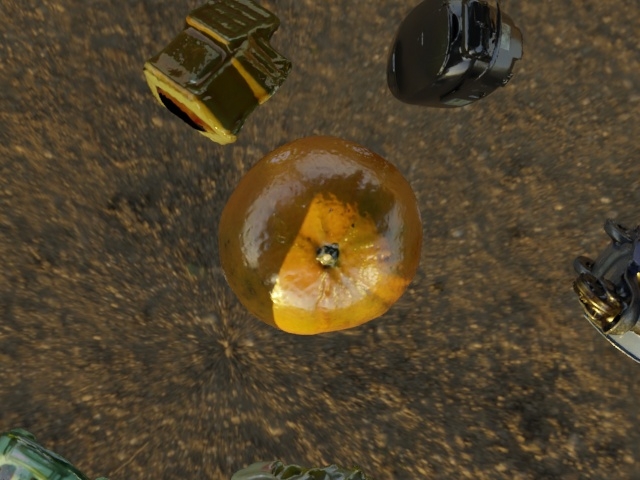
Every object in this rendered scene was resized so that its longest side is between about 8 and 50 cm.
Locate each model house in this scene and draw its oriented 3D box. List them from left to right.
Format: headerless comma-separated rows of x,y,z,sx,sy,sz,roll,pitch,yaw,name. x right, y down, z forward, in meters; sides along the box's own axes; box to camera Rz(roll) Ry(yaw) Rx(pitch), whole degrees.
-0.156,-0.297,1.589,0.268,0.173,0.239,37,80,26,model house

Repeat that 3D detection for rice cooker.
0.172,-0.246,1.219,0.118,0.203,0.142,9,79,-32,rice cooker

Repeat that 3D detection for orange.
0.000,0.000,1.068,0.240,0.171,0.240,0,108,-1,orange

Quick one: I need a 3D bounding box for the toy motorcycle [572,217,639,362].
0.465,0.083,1.327,0.212,0.358,0.125,37,114,8,toy motorcycle

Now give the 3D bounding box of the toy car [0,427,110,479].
-0.285,0.322,1.000,0.136,0.306,0.125,24,56,20,toy car

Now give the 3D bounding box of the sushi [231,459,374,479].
-0.056,0.513,1.341,0.396,0.240,0.351,-14,50,-9,sushi
